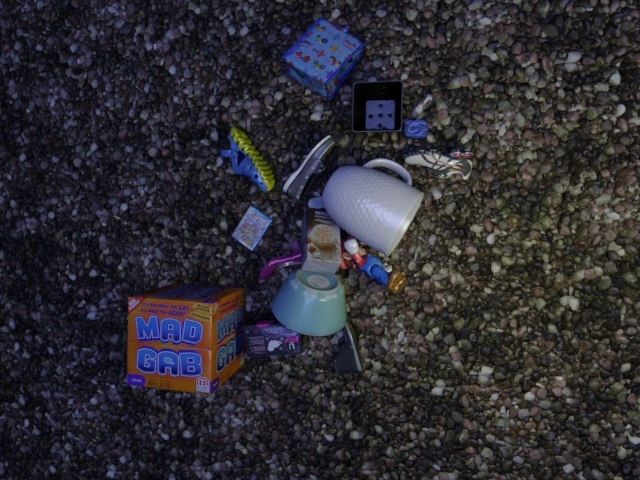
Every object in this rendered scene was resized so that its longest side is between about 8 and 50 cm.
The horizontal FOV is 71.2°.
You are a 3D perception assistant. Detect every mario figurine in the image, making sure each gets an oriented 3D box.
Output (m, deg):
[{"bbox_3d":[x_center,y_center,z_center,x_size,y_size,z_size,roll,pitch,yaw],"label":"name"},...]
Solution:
[{"bbox_3d":[0.199,0.069,1.790,0.321,0.170,0.197,32,141,29],"label":"mario figurine"}]

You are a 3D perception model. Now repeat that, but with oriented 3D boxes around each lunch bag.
[{"bbox_3d":[0.025,-0.757,1.803,0.221,0.138,0.293,35,83,11],"label":"lunch bag"},{"bbox_3d":[0.383,-0.441,1.780,0.099,0.065,0.067,3,94,12],"label":"lunch bag"}]

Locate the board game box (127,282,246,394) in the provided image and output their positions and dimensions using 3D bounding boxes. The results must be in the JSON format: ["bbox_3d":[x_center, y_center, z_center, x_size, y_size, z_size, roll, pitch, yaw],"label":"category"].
[{"bbox_3d":[-0.545,0.390,1.878,0.357,0.356,0.355,3,94,11],"label":"board game box"}]

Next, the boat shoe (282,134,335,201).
[{"bbox_3d":[-0.032,-0.298,1.857,0.091,0.109,0.305,42,107,6],"label":"boat shoe"}]

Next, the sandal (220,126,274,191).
[{"bbox_3d":[-0.316,-0.327,1.911,0.138,0.126,0.317,-39,77,15],"label":"sandal"}]

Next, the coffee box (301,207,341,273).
[{"bbox_3d":[0.000,0.000,1.789,0.141,0.098,0.246,7,56,-13],"label":"coffee box"}]

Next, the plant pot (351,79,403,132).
[{"bbox_3d":[0.228,-0.508,1.757,0.188,0.167,0.187,2,94,11],"label":"plant pot"}]

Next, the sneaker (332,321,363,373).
[{"bbox_3d":[0.097,0.458,1.891,0.118,0.083,0.221,-14,92,13],"label":"sneaker"}]

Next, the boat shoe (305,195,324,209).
[{"bbox_3d":[0.028,-0.162,1.878,0.184,0.083,0.065,-7,93,-15],"label":"boat shoe"}]

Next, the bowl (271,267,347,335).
[{"bbox_3d":[-0.027,0.213,1.766,0.312,0.311,0.163,19,117,10],"label":"bowl"}]

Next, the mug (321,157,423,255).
[{"bbox_3d":[0.210,-0.173,1.742,0.328,0.276,0.374,30,64,14],"label":"mug"}]

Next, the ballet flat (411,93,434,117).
[{"bbox_3d":[0.407,-0.542,1.782,0.041,0.041,0.114,45,101,6],"label":"ballet flat"}]

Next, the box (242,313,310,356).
[{"bbox_3d":[-0.183,0.399,1.904,0.248,0.163,0.141,-6,96,12],"label":"box"}]

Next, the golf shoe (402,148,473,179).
[{"bbox_3d":[0.458,-0.300,1.758,0.273,0.105,0.120,3,102,12],"label":"golf shoe"}]

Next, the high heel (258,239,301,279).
[{"bbox_3d":[-0.149,0.113,1.921,0.244,0.082,0.117,-40,75,-1],"label":"high heel"}]

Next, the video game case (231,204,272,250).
[{"bbox_3d":[-0.303,-0.054,1.973,0.119,0.015,0.166,35,99,8],"label":"video game case"}]
